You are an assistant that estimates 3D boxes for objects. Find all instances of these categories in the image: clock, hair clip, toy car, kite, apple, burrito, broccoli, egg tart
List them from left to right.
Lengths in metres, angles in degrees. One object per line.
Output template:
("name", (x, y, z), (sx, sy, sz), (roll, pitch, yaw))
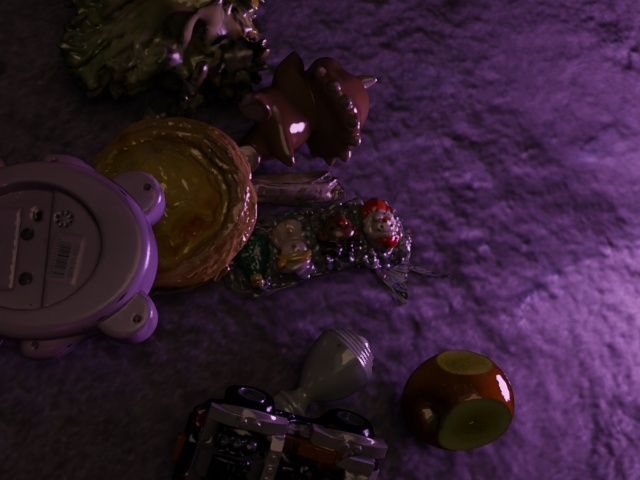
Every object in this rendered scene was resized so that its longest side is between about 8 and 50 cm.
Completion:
("clock", (-0.385, 0.020, 1.257), (0.322, 0.113, 0.295), (1, 75, -1))
("broccoli", (-0.240, -0.343, 1.421), (0.334, 0.272, 0.324), (16, 107, -20))
("egg tart", (-0.229, -0.052, 1.365), (0.279, 0.095, 0.278), (0, 85, 4))
("toy car", (-0.062, 0.324, 1.272), (0.301, 0.118, 0.193), (17, 100, -15))
("burrito", (-0.066, -0.088, 1.470), (0.230, 0.063, 0.058), (3, 53, -16))
("hair clip", (0.000, 0.000, 1.442), (0.321, 0.091, 0.138), (-14, 76, -21))
("kite", (0.148, 0.044, 1.525), (0.157, 0.011, 0.139), (13, 71, -13))
("apple", (0.208, 0.253, 1.387), (0.147, 0.163, 0.146), (-5, 111, -37))

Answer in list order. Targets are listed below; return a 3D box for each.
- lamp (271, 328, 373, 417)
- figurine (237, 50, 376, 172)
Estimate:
("lamp", (-0.001, 0.214, 1.372), (0.193, 0.106, 0.106), (-39, 87, -17))
("figurine", (-0.012, -0.196, 1.452), (0.173, 0.177, 0.247), (26, 34, 11))
